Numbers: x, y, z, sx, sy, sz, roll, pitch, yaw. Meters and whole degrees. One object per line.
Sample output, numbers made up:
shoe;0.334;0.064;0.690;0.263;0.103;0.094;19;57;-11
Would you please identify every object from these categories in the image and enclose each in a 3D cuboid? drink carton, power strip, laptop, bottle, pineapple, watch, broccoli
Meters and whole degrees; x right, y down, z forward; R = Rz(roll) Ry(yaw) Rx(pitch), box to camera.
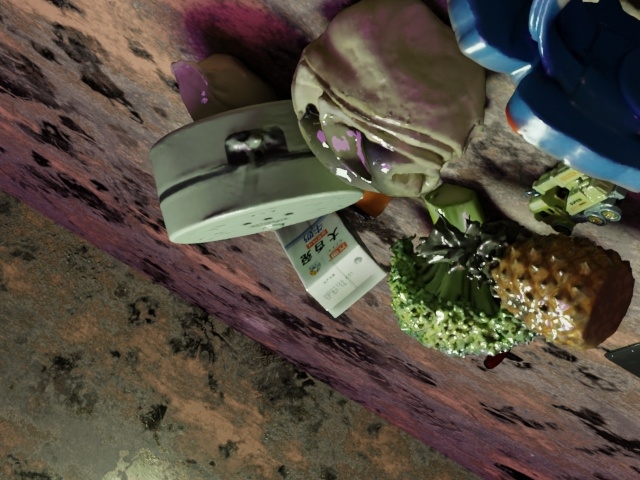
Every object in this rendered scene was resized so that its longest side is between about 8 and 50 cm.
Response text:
drink carton;0.000;0.000;1.656;0.106;0.130;0.315;43;-171;-34
power strip;-0.103;-0.107;1.416;0.358;0.161;0.357;-13;175;-1
laptop;0.650;0.242;1.688;0.129;0.016;0.180;30;160;-1
bottle;0.044;-0.118;1.603;0.187;0.069;0.069;35;161;-7
pineapple;0.288;0.036;1.310;0.340;0.169;0.169;26;163;38
watch;0.283;-0.226;0.787;0.305;0.241;0.274;32;144;-10
broccoli;0.253;0.078;1.505;0.375;0.249;0.302;17;160;49

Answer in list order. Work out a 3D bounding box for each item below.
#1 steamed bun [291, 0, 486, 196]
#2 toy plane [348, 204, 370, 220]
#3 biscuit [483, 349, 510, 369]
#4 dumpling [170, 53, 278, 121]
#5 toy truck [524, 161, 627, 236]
steamed bun;0.088;-0.171;1.196;0.275;0.206;0.320;16;160;31
toy plane;0.045;-0.095;1.681;0.197;0.053;0.078;38;169;-32
biscuit;0.381;0.165;1.688;0.063;0.151;0.235;33;163;6
dumpling;-0.165;-0.248;1.492;0.162;0.132;0.250;4;166;40
toy truck;0.362;-0.072;1.230;0.100;0.077;0.169;31;163;-11
